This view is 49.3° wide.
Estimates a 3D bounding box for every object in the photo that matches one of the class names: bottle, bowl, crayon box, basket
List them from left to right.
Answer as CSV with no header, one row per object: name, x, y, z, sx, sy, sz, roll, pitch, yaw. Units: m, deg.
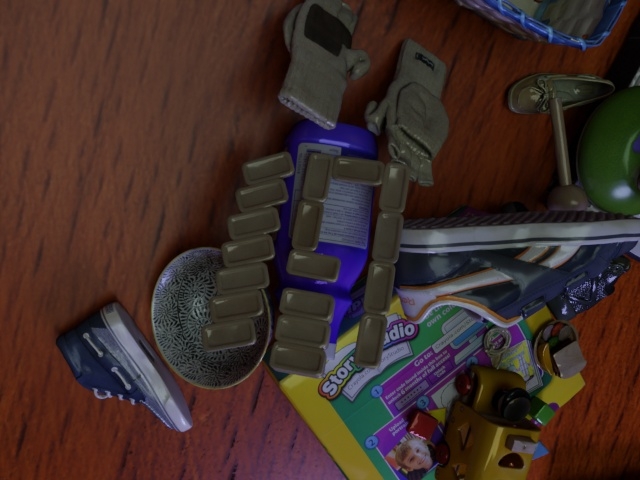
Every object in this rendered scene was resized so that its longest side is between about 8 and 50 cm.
bowl,-0.116,0.089,0.856,0.080,0.170,0.170,-8,112,-64
bottle,0.000,0.000,0.844,0.118,0.092,0.282,8,82,-16
crayon box,0.152,0.182,0.974,0.363,0.106,0.313,-36,110,-10
basket,0.268,-0.339,0.788,0.255,0.289,0.201,21,95,-24

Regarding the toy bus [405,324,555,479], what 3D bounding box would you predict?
toy bus,0.229,0.248,0.900,0.191,0.104,0.202,-34,111,-11

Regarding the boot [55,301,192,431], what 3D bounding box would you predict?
boot,-0.240,0.172,0.862,0.086,0.069,0.190,-30,103,-3

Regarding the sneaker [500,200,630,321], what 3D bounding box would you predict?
sneaker,0.349,0.011,0.992,0.130,0.087,0.227,-31,116,19

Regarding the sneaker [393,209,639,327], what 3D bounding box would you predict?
sneaker,0.237,0.030,0.850,0.321,0.126,0.127,-4,99,-11

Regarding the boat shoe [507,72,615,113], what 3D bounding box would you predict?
boat shoe,0.335,-0.206,0.975,0.153,0.048,0.056,-7,105,-18

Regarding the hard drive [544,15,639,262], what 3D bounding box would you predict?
hard drive,0.502,-0.150,1.036,0.237,0.064,0.338,26,96,-22

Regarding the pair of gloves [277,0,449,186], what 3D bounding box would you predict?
pair of gloves,0.054,-0.187,0.835,0.240,0.042,0.204,23,55,-27

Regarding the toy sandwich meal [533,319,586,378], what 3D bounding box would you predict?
toy sandwich meal,0.330,0.151,0.960,0.086,0.029,0.085,-5,102,-22

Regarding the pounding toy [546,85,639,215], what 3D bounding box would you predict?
pounding toy,0.428,-0.110,0.928,0.237,0.110,0.182,-7,106,-17

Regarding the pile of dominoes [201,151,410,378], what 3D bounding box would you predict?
pile of dominoes,-0.014,0.023,0.783,0.196,0.040,0.251,10,76,4
